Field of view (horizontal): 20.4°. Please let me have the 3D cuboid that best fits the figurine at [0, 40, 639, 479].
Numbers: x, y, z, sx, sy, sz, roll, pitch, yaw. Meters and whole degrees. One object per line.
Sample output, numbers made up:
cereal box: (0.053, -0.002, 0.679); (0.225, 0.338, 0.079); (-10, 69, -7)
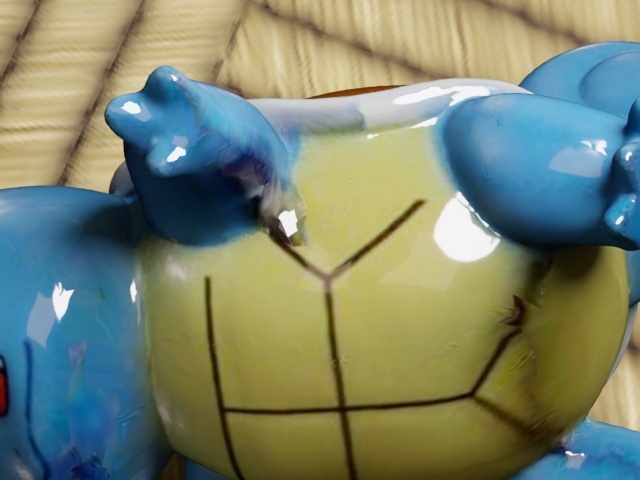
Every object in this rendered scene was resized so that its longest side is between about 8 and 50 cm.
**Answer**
figurine: (0.023, 0.019, 0.753); (0.416, 0.298, 0.243); (-19, 41, -16)
